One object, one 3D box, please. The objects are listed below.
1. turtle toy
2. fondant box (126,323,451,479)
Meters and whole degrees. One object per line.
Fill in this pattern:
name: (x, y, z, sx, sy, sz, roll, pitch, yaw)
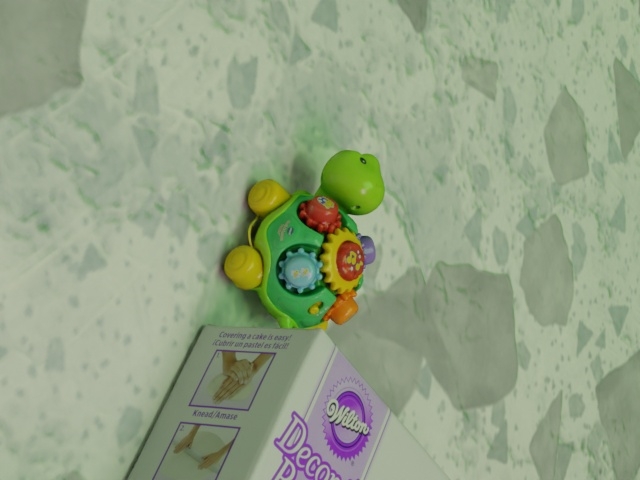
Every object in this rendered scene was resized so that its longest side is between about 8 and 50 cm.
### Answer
turtle toy: (0.000, 0.000, 0.921, 0.095, 0.066, 0.130, 43, 57, -43)
fondant box: (-0.037, 0.249, 0.843, 0.238, 0.096, 0.330, 51, 50, -38)
